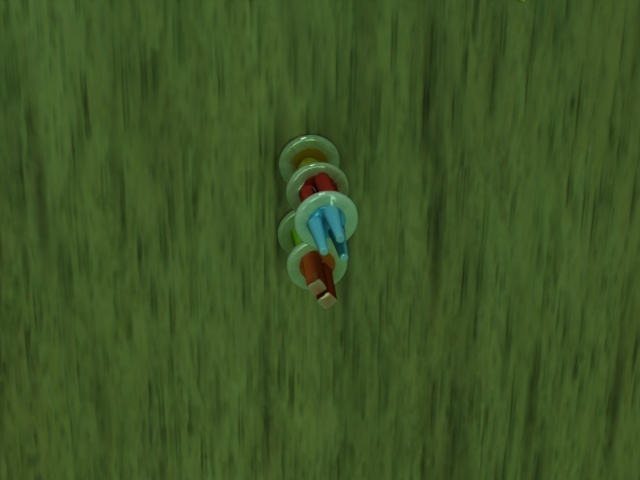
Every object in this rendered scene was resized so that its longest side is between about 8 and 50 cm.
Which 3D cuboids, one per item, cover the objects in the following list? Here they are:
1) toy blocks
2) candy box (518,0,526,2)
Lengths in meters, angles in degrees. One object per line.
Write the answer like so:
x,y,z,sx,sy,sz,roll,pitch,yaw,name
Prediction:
0.000,0.000,1.424,0.054,0.148,0.123,-3,121,-8,toy blocks
0.111,-0.275,1.334,0.187,0.053,0.109,27,114,-22,candy box
